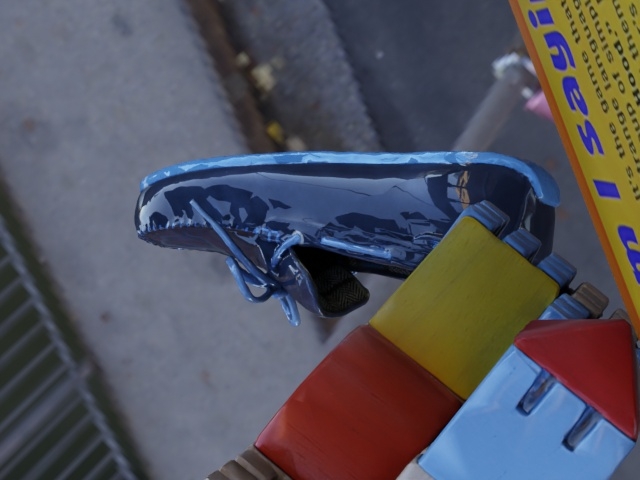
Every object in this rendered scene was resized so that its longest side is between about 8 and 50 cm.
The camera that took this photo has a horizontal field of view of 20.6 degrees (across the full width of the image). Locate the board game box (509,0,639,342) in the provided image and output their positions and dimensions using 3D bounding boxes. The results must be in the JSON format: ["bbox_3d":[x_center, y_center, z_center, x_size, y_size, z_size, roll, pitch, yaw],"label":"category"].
[{"bbox_3d":[0.259,-0.085,0.384,0.356,0.356,0.357,130,120,-82],"label":"board game box"}]

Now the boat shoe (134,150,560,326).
[{"bbox_3d":[0.000,0.000,0.953,0.258,0.109,0.089,-2,82,38],"label":"boat shoe"}]

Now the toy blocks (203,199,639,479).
[{"bbox_3d":[0.030,0.104,0.688,0.190,0.381,0.261,39,102,9],"label":"toy blocks"}]
